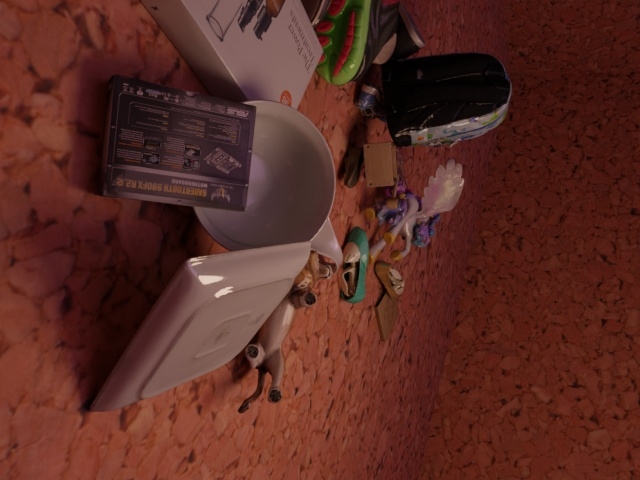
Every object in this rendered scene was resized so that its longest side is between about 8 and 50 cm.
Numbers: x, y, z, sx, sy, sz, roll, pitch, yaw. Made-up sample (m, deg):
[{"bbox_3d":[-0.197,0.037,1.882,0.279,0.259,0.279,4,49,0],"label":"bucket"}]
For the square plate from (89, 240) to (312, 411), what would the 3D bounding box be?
[{"bbox_3d":[-0.184,0.149,0.883,0.347,0.049,0.344,-52,160,23],"label":"square plate"}]

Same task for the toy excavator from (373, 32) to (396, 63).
[{"bbox_3d":[0.168,-0.793,1.390,0.445,0.222,0.433,-60,148,-11],"label":"toy excavator"}]

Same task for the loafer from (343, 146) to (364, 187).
[{"bbox_3d":[0.093,-0.219,1.502,0.056,0.050,0.148,67,37,-51],"label":"loafer"}]

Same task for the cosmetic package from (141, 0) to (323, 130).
[{"bbox_3d":[-0.142,-0.413,0.978,0.377,0.097,0.285,53,54,-53],"label":"cosmetic package"}]

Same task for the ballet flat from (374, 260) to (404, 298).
[{"bbox_3d":[0.275,0.157,1.877,0.232,0.073,0.080,49,51,-45],"label":"ballet flat"}]

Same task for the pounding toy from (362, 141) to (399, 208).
[{"bbox_3d":[0.187,-0.197,1.542,0.181,0.094,0.206,-37,123,-72],"label":"pounding toy"}]

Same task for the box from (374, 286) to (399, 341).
[{"bbox_3d":[0.264,0.276,1.973,0.164,0.021,0.201,-54,142,-41],"label":"box"}]

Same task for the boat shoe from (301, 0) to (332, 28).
[{"bbox_3d":[0.004,-0.642,1.173,0.095,0.112,0.336,11,83,-57],"label":"boat shoe"}]

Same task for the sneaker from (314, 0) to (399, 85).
[{"bbox_3d":[0.124,-0.634,1.279,0.483,0.185,0.202,-63,163,16],"label":"sneaker"}]

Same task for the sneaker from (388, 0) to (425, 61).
[{"bbox_3d":[0.228,-0.672,1.608,0.104,0.146,0.296,32,36,-40],"label":"sneaker"}]

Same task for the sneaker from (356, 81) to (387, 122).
[{"bbox_3d":[0.167,-0.421,1.584,0.081,0.080,0.211,-60,150,3],"label":"sneaker"}]

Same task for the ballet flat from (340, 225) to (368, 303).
[{"bbox_3d":[0.102,0.081,1.568,0.087,0.083,0.248,-9,103,-46],"label":"ballet flat"}]

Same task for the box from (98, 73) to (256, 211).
[{"bbox_3d":[-0.226,-0.148,0.810,0.230,0.056,0.183,4,93,-29],"label":"box"}]

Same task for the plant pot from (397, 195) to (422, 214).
[{"bbox_3d":[0.359,-0.116,1.974,0.109,0.096,0.109,-56,142,-39],"label":"plant pot"}]

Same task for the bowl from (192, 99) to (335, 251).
[{"bbox_3d":[-0.128,-0.116,0.977,0.297,0.134,0.298,-4,98,-29],"label":"bowl"}]

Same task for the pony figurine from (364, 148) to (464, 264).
[{"bbox_3d":[0.302,-0.111,1.733,0.363,0.302,0.351,-33,135,-37],"label":"pony figurine"}]

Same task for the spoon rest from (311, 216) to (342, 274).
[{"bbox_3d":[0.000,0.000,1.351,0.137,0.084,0.276,-63,147,-32],"label":"spoon rest"}]

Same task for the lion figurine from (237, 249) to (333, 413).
[{"bbox_3d":[-0.098,0.193,1.170,0.392,0.142,0.240,-62,-173,-8],"label":"lion figurine"}]

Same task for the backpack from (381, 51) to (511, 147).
[{"bbox_3d":[0.387,-0.426,1.508,0.273,0.355,0.290,34,46,-60],"label":"backpack"}]
